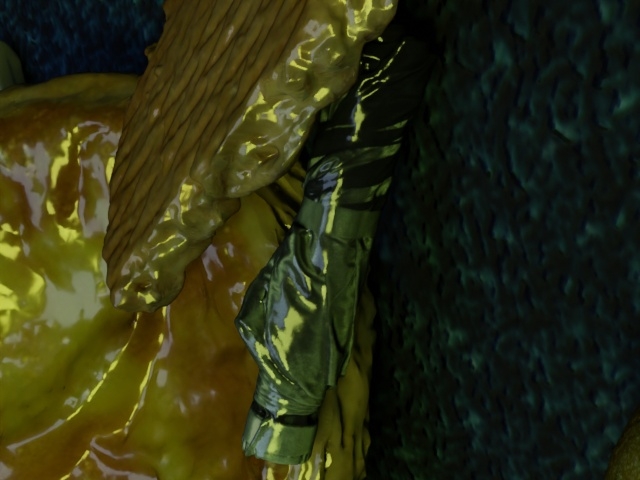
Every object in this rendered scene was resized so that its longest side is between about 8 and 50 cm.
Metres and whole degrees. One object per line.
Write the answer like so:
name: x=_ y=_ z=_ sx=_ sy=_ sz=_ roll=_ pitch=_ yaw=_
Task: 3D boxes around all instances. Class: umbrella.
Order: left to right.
umbrella: x=0.000 y=0.000 z=0.520 sx=0.046 sy=0.050 sz=0.188 roll=-83 pitch=8 yaw=-77

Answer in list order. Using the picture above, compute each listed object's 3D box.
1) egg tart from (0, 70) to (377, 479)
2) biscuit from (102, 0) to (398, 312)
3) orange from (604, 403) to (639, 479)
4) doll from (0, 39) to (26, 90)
egg tart: x=-0.114 y=0.084 z=0.650 sx=0.341 sy=0.341 sz=0.132 roll=57 pitch=-168 yaw=15
biscuit: x=-0.031 y=-0.081 z=0.524 sx=0.224 sy=0.033 sz=0.144 roll=-52 pitch=35 yaw=31
orange: x=0.133 y=0.083 z=0.405 sx=0.085 sy=0.085 sz=0.095 roll=32 pitch=138 yaw=42
doll: x=-0.287 y=-0.110 z=0.910 sx=0.217 sy=0.085 sz=0.183 roll=-34 pitch=83 yaw=49
